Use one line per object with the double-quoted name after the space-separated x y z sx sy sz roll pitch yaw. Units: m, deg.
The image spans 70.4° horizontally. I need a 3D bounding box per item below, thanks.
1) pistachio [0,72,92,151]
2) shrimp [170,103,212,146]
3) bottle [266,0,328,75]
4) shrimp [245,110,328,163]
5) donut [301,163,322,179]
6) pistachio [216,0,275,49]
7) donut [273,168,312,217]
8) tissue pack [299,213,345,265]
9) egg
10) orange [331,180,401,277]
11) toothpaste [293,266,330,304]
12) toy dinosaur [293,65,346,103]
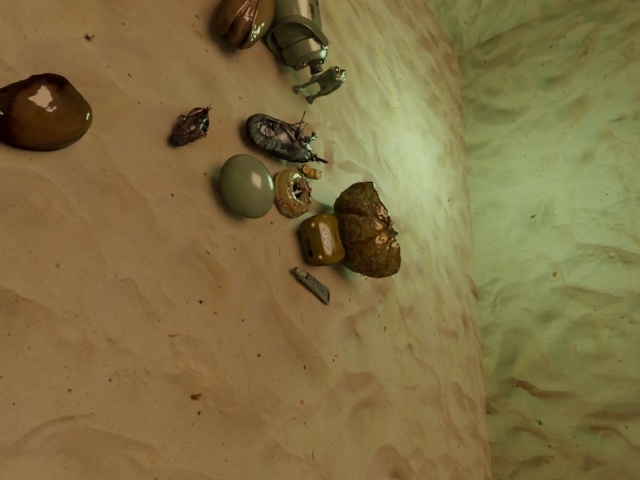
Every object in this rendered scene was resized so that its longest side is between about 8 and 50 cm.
-0.560 -0.255 0.900 0.210 0.131 0.165 -23 137 -54 "pistachio"
-0.347 -0.320 1.249 0.075 0.073 0.190 52 47 -36 "shrimp"
-0.095 -0.772 1.638 0.229 0.229 0.351 -33 108 -53 "bottle"
-0.085 -0.341 1.524 0.372 0.172 0.137 1 72 -46 "shrimp"
-0.035 -0.248 1.653 0.083 0.067 0.037 39 60 -75 "donut"
-0.232 -0.732 1.450 0.162 0.181 0.293 36 56 -21 "pistachio"
-0.089 -0.163 1.543 0.175 0.068 0.174 24 59 -47 "donut"
0.000 0.000 1.559 0.127 0.123 0.178 -11 87 -45 "tissue pack"
-0.209 -0.154 1.307 0.149 0.149 0.192 -43 120 -51 "egg"
0.141 -0.017 1.668 0.210 0.271 0.368 -26 104 -15 "orange"
-0.025 0.150 1.550 0.216 0.037 0.062 44 46 -42 "toothpaste"
0.013 -0.605 1.756 0.092 0.205 0.393 63 18 -7 "toy dinosaur"
